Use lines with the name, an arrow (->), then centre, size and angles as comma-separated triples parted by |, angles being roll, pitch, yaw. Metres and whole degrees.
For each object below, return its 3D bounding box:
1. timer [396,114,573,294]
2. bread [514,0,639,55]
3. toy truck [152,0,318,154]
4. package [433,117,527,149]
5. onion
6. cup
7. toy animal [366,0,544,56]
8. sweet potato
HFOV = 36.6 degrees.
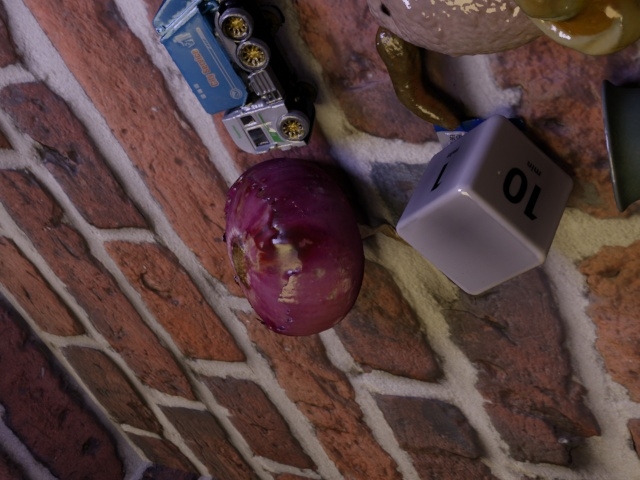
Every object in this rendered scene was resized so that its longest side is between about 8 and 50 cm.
timer -> 0.276, -0.057, 1.621 | 0.192, 0.195, 0.194 | 40, 142, -13
bread -> 0.314, -0.388, 1.122 | 0.300, 0.341, 0.210 | 51, 165, -28
toy truck -> -0.141, -0.320, 1.693 | 0.175, 0.146, 0.367 | -15, 125, 23
package -> 0.294, -0.143, 1.693 | 0.171, 0.027, 0.173 | 4, 137, 36
onion -> -0.040, 0.002, 1.937 | 0.358, 0.345, 0.358 | 25, 132, 31
cup -> 0.499, -0.148, 1.413 | 0.150, 0.199, 0.199 | -7, 131, 20
toy animal -> 0.202, -0.369, 1.352 | 0.359, 0.188, 0.226 | 8, 144, 32
sweet potato -> 0.154, -0.272, 1.617 | 0.081, 0.062, 0.233 | 3, 135, 48
